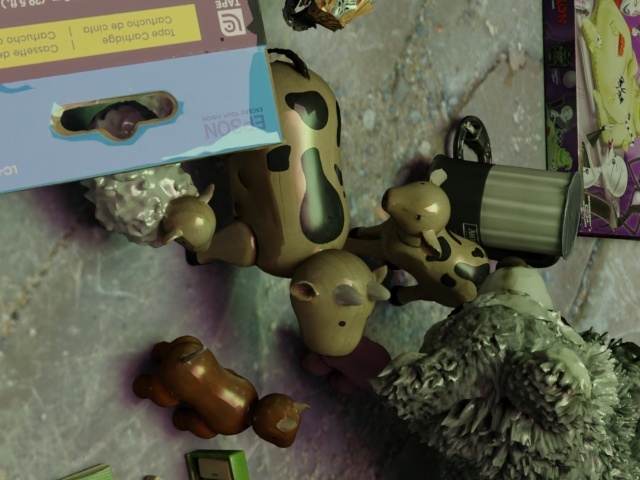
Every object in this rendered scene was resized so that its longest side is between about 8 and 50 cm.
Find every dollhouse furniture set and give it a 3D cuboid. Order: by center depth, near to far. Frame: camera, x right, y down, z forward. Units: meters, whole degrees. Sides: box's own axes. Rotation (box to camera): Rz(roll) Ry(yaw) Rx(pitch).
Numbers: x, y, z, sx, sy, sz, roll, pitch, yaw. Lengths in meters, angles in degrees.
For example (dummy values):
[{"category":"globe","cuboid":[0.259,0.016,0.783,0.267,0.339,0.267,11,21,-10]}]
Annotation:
[{"category":"dollhouse furniture set","cuboid":[-0.127,0.200,0.936,0.151,0.058,0.076,-14,95,-42]}]

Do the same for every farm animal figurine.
[{"category":"farm animal figurine","cuboid":[0.000,0.000,0.990,0.330,0.172,0.327,-32,107,-39]}]

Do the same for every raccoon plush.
[{"category":"raccoon plush","cuboid":[0.200,0.236,1.001,0.299,0.216,0.446,9,60,-68]}]

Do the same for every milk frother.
[{"category":"milk frother","cuboid":[0.180,-0.054,1.180,0.129,0.134,0.143,43,57,-67]}]

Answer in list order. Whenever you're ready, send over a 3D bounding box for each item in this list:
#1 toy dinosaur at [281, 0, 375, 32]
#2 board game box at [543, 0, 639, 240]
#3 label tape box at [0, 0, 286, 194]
[{"category":"toy dinosaur","cuboid":[0.027,-0.308,1.009,0.164,0.218,0.322,50,57,-26]},{"category":"board game box","cuboid":[0.329,-0.174,1.385,0.208,0.056,0.347,3,84,-46]},{"category":"label tape box","cuboid":[-0.178,-0.207,0.856,0.240,0.106,0.334,-12,94,-25]}]
